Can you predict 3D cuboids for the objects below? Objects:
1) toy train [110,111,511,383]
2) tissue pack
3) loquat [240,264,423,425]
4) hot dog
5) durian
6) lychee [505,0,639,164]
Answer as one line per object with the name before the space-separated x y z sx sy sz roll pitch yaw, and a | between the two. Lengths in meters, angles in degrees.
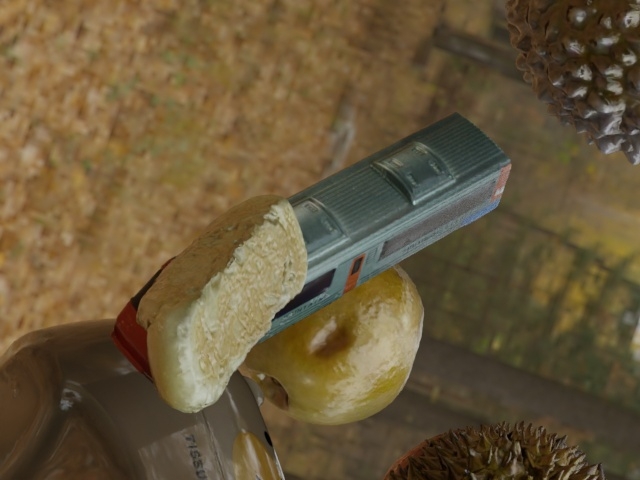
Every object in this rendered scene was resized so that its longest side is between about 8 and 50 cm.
toy train | 0.000 0.000 1.471 0.409 0.086 0.089 -28 151 -35
tissue pack | -0.165 0.276 1.515 0.267 0.276 0.387 -38 -122 35
loquat | 0.016 0.093 1.751 0.213 0.213 0.213 19 90 -85
hot dog | -0.079 0.044 1.237 0.242 0.073 0.084 -55 130 -58
durian | 0.205 0.356 1.875 0.384 0.347 0.348 -137 -114 -85
lychee | 0.406 -0.265 1.838 0.432 0.380 0.380 -15 140 -29
